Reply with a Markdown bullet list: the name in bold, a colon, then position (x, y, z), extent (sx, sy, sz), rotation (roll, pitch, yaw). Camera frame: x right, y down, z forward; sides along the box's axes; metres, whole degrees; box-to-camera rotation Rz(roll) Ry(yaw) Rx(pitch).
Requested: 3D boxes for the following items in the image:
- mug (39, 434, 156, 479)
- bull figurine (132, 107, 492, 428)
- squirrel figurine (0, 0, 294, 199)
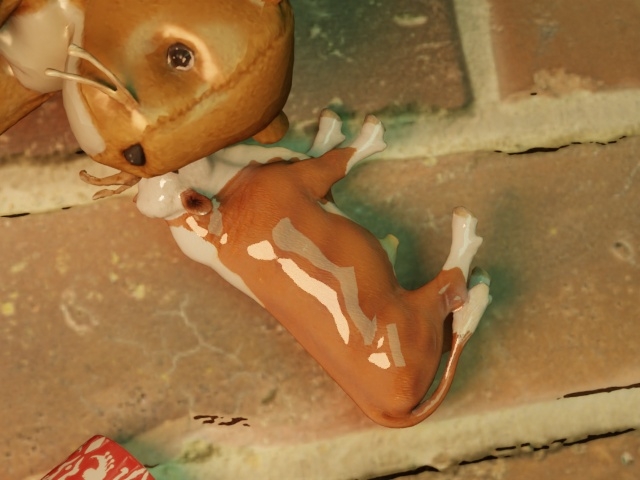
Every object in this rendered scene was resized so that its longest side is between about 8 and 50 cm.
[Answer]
- **mug**: position (-0.192, 0.240, 1.340), extent (0.113, 0.150, 0.169), rotation (32, 63, 30)
- **bull figurine**: position (0.000, 0.000, 1.429), extent (0.188, 0.101, 0.310), rotation (-43, 93, -21)
- **squirrel figurine**: position (-0.165, -0.213, 1.298), extent (0.370, 0.281, 0.397), rotation (20, 48, 15)
